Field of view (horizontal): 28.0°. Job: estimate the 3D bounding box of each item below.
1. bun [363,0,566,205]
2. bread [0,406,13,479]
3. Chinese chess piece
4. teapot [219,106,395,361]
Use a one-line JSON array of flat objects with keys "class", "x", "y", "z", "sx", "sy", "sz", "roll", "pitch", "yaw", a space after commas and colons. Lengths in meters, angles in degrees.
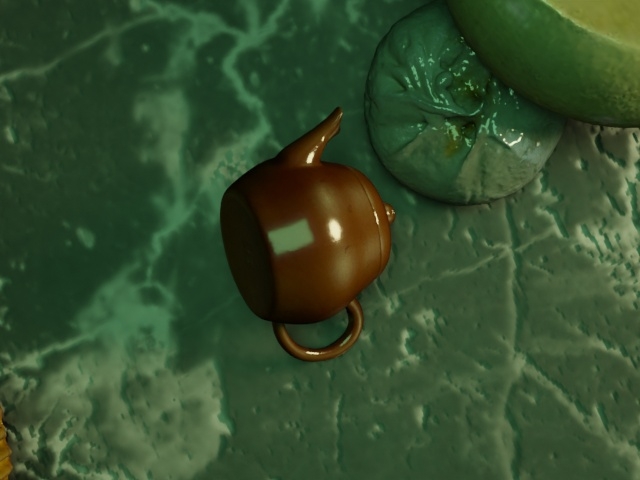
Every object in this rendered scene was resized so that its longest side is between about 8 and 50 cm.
[{"class": "bun", "x": 0.096, "y": -0.093, "z": 0.842, "sx": 0.141, "sy": 0.083, "sz": 0.140, "roll": 0, "pitch": 87, "yaw": 1}, {"class": "bread", "x": -0.300, "y": 0.152, "z": 0.838, "sx": 0.199, "sy": 0.104, "sz": 0.199, "roll": 0, "pitch": 90, "yaw": 3}, {"class": "Chinese chess piece", "x": 0.184, "y": -0.183, "z": 0.804, "sx": 0.238, "sy": 0.092, "sz": 0.237, "roll": 4, "pitch": 66, "yaw": -10}, {"class": "teapot", "x": 0.000, "y": 0.000, "z": 0.837, "sx": 0.116, "sy": 0.116, "sz": 0.173, "roll": -5, "pitch": 112, "yaw": 3}]
